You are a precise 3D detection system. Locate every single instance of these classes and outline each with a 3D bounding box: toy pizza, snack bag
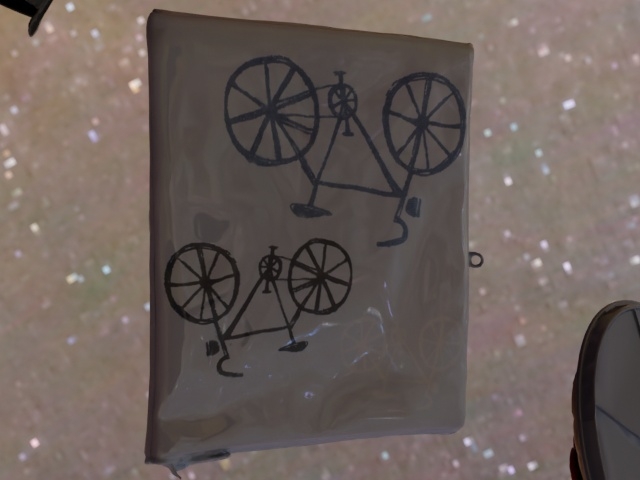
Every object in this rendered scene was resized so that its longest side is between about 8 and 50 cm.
[{"bbox_3d":[0.192,0.132,0.874,0.032,0.201,0.201,-22,-156,34],"label":"toy pizza"},{"bbox_3d":[0.000,0.000,1.215,0.323,0.343,0.037,-1,-179,-38],"label":"snack bag"}]

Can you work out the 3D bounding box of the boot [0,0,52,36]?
[{"bbox_3d":[-0.197,-0.214,0.826,0.137,0.198,0.077,-60,-179,-12],"label":"boot"}]
